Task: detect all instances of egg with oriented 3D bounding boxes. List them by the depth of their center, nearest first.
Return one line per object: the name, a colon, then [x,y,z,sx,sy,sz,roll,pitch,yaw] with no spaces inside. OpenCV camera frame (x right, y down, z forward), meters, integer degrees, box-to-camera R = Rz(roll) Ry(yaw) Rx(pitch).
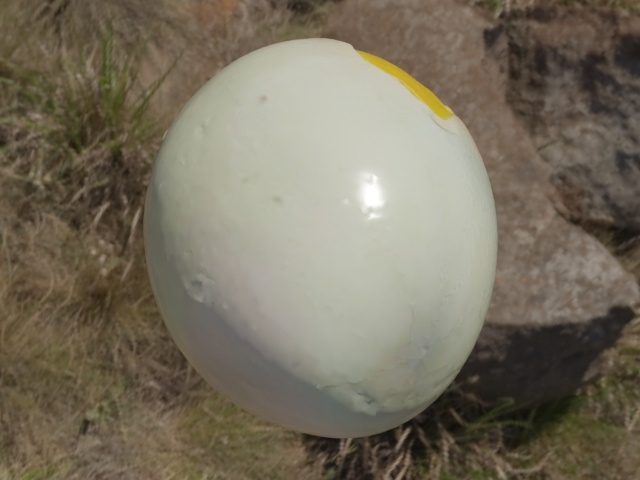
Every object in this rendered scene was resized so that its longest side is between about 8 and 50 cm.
egg: [0.000,0.000,0.786,0.283,0.283,0.345,14,31,-19]
